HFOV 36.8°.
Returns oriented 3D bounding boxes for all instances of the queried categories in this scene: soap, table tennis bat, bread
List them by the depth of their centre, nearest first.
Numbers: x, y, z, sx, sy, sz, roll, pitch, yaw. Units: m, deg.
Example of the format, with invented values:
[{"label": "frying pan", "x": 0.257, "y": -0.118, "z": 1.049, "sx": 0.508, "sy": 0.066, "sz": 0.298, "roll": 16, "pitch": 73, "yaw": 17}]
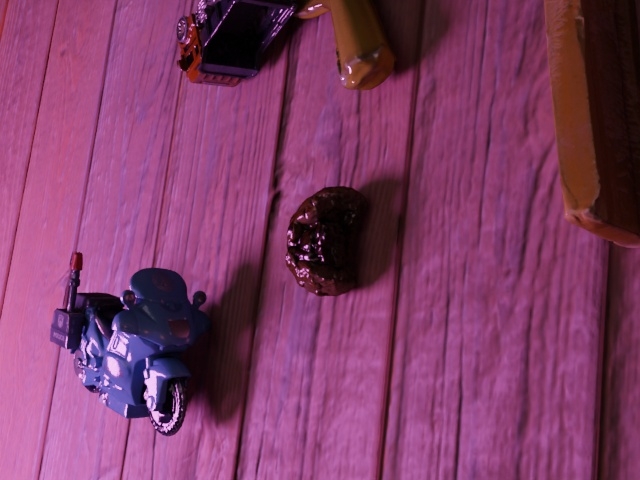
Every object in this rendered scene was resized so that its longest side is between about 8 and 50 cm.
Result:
[{"label": "soap", "x": 0.213, "y": -0.120, "z": 0.736, "sx": 0.037, "sy": 0.092, "sz": 0.252, "roll": -17, "pitch": 64, "yaw": 43}, {"label": "bread", "x": 0.000, "y": 0.000, "z": 0.965, "sx": 0.082, "sy": 0.060, "sz": 0.113, "roll": -7, "pitch": 73, "yaw": 45}, {"label": "table tennis bat", "x": 0.024, "y": -0.309, "z": 1.058, "sx": 0.224, "sy": 0.054, "sz": 0.368, "roll": -41, "pitch": 45, "yaw": 36}]

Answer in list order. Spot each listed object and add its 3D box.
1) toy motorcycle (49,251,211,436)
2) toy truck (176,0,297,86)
[{"label": "toy motorcycle", "x": -0.228, "y": 0.115, "z": 1.145, "sx": 0.272, "sy": 0.123, "sz": 0.182, "roll": 12, "pitch": 96, "yaw": 50}, {"label": "toy truck", "x": -0.101, "y": -0.254, "z": 1.121, "sx": 0.192, "sy": 0.083, "sz": 0.092, "roll": -39, "pitch": 56, "yaw": 53}]
